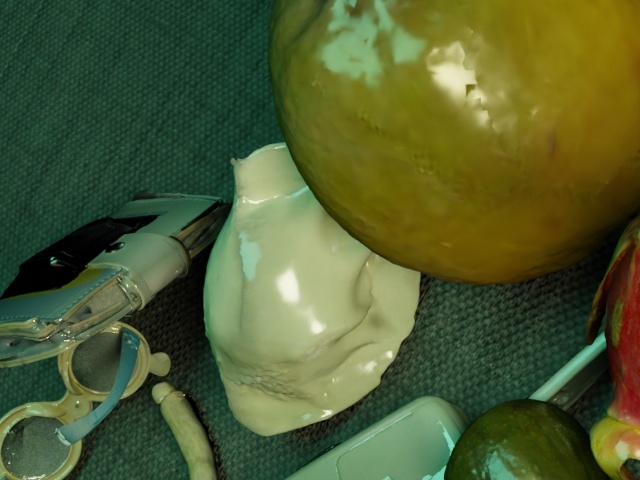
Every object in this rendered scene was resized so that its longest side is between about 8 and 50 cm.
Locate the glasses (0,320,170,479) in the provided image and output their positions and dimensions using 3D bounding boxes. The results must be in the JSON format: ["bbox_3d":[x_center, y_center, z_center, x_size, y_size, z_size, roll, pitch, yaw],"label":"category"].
[{"bbox_3d":[-0.232,0.158,1.644,0.190,0.088,0.220,-50,-3,13],"label":"glasses"}]

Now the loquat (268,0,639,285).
[{"bbox_3d":[0.108,-0.106,1.377,0.276,0.284,0.276,-26,46,31],"label":"loquat"}]

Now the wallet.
[{"bbox_3d":[-0.190,0.024,1.699,0.170,0.069,0.231,-6,29,49],"label":"wallet"}]

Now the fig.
[{"bbox_3d":[0.154,0.190,1.301,0.117,0.117,0.177,-43,61,21],"label":"fig"}]

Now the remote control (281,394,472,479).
[{"bbox_3d":[0.005,0.230,1.453,0.296,0.056,0.140,-34,60,23],"label":"remote control"}]

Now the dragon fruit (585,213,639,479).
[{"bbox_3d":[0.267,0.060,1.173,0.224,0.224,0.227,58,140,46],"label":"dragon fruit"}]

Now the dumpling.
[{"bbox_3d":[-0.007,0.043,1.521,0.126,0.166,0.216,102,172,-83],"label":"dumpling"}]

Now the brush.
[{"bbox_3d":[0.250,0.039,1.324,0.297,0.068,0.060,-48,63,22],"label":"brush"}]

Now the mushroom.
[{"bbox_3d":[-0.109,0.190,1.620,0.061,0.060,0.187,-58,29,28],"label":"mushroom"}]
